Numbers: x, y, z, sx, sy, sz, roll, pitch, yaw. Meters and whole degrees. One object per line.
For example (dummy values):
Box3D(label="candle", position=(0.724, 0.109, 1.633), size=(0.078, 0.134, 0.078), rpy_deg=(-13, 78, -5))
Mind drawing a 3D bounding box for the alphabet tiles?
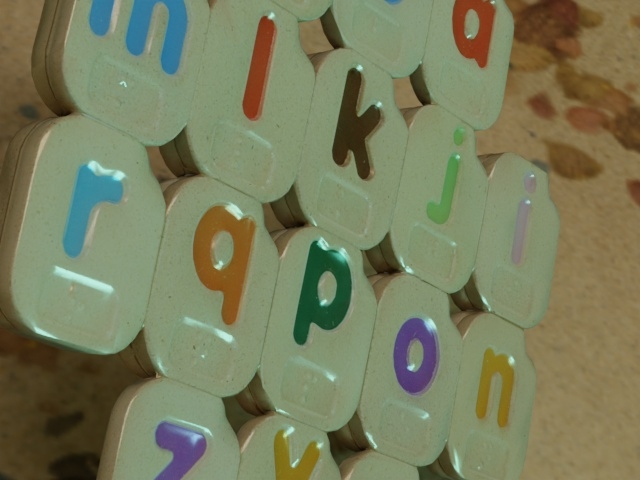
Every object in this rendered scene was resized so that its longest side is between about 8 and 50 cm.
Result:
Box3D(label="alphabet tiles", position=(0.000, 0.000, 0.606), size=(0.284, 0.021, 0.278), rpy_deg=(25, 70, -46))
